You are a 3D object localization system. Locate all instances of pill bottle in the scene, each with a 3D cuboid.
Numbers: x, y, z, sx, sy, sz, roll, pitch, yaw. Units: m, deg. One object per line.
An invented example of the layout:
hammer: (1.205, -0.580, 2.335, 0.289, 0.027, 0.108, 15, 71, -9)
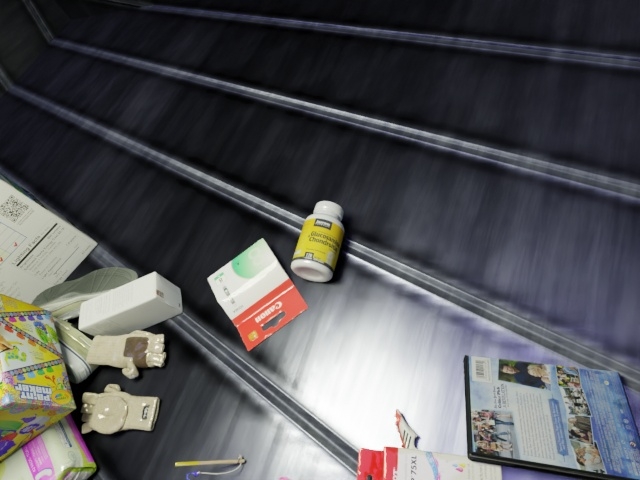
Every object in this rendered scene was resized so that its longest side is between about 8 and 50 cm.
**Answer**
pill bottle: (0.000, 0.000, 0.999, 0.103, 0.103, 0.184, 3, 61, 24)

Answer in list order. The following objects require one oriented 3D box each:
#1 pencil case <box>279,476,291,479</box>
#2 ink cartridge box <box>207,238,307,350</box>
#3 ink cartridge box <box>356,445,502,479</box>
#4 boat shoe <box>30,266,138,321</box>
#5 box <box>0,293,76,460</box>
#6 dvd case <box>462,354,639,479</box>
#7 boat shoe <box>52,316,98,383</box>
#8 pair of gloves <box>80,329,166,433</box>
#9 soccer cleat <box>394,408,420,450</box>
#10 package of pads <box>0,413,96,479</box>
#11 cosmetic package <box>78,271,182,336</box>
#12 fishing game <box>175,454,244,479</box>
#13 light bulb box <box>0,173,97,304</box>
pencil case: (-0.047, 0.581, 0.619, 0.160, 0.167, 0.386, -54, 47, 28)
ink cartridge box: (-0.161, 0.127, 1.017, 0.180, 0.056, 0.225, -36, 51, -2)
ink cartridge box: (0.169, 0.416, 0.665, 0.230, 0.078, 0.134, 1, 60, 12)
boat shoe: (-0.658, 0.165, 1.176, 0.319, 0.103, 0.118, -17, 35, 5)
box: (-0.747, 0.320, 0.891, 0.289, 0.177, 0.279, -34, 61, -3)
dvd case: (0.369, 0.284, 0.672, 0.252, 0.022, 0.181, 3, 45, 14)
boat shoe: (-0.702, 0.259, 1.093, 0.302, 0.109, 0.094, 35, 37, 13)
pair of gloves: (-0.479, 0.341, 1.006, 0.203, 0.042, 0.241, -7, 63, 5)
soccer cleat: (0.160, 0.354, 0.760, 0.035, 0.029, 0.084, -15, 58, 3)
package of pads: (-0.673, 0.544, 0.922, 0.229, 0.101, 0.297, 37, 81, 32)
cosmetic package: (-0.495, 0.178, 1.079, 0.230, 0.117, 0.086, -23, 55, 6)
fishing game: (-0.220, 0.547, 0.750, 0.188, 0.041, 0.264, 1, 53, -17)
light bulb box: (-0.960, 0.017, 1.216, 0.225, 0.361, 0.358, 26, 71, 32)
